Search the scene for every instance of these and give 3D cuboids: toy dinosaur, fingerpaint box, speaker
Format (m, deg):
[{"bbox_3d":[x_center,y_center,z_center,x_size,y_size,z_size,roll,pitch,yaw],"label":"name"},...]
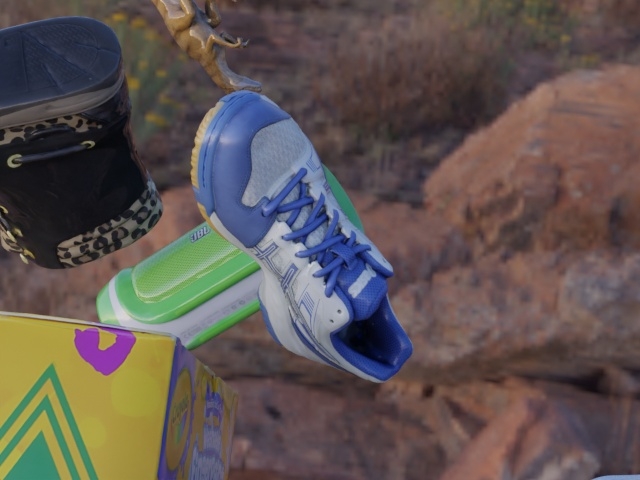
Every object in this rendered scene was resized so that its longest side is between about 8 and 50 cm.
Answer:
[{"bbox_3d":[-0.138,-0.227,1.445,0.211,0.112,0.064,49,37,8],"label":"toy dinosaur"},{"bbox_3d":[-0.181,0.265,1.074,0.163,0.371,0.445,7,-10,3],"label":"fingerpaint box"},{"bbox_3d":[-0.102,0.031,1.613,0.297,0.131,0.131,-31,13,12],"label":"speaker"}]

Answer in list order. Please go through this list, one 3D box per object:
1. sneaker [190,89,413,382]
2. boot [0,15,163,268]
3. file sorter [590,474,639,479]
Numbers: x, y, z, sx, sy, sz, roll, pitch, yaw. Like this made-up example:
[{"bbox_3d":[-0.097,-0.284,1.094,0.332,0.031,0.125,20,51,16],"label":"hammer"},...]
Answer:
[{"bbox_3d":[0.000,0.000,1.159,0.131,0.296,0.112,25,65,38],"label":"sneaker"},{"bbox_3d":[-0.356,-0.079,1.480,0.378,0.284,0.138,-14,57,2],"label":"boot"},{"bbox_3d":[0.302,0.360,1.267,0.193,0.173,0.277,9,39,-45],"label":"file sorter"}]
